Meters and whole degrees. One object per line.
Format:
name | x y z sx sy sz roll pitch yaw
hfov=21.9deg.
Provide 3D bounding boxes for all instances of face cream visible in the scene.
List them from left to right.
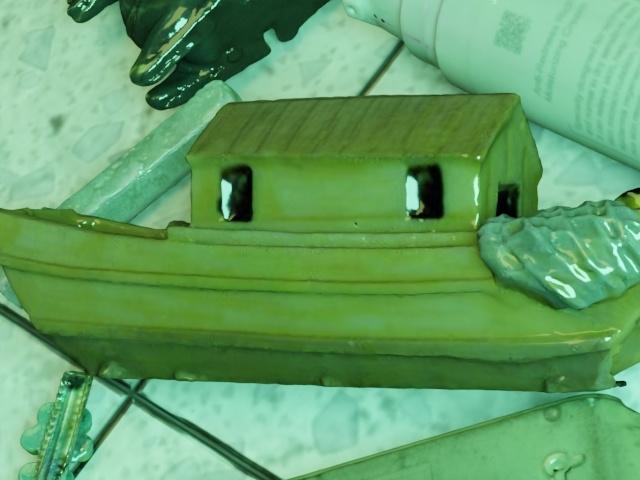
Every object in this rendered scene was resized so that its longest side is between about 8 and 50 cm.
face cream | 0.162 -0.103 0.949 0.345 0.102 0.102 32 76 37

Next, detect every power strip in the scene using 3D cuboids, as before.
power strip | 0.025 0.163 0.863 0.387 0.066 0.092 -18 51 17

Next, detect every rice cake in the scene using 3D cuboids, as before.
rice cake | -0.133 -0.029 1.085 0.207 0.033 0.033 -39 49 -3

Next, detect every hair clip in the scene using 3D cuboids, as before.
hair clip | -0.168 0.156 0.970 0.049 0.049 0.173 -4 52 24

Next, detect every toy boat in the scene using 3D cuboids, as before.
toy boat | 0.000 0.000 0.912 0.445 0.136 0.162 -2 91 30

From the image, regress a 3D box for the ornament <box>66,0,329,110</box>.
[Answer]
ornament | -0.099 -0.216 1.162 0.202 0.080 0.236 -39 48 -8
